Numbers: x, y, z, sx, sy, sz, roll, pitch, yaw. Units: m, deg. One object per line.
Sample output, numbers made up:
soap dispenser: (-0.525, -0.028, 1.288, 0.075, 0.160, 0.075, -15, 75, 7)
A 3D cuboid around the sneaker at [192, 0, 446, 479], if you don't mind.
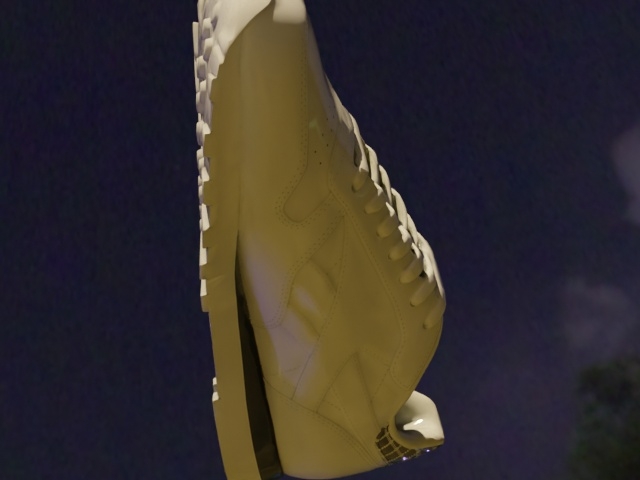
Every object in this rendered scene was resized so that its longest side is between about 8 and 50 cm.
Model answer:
sneaker: (0.000, 0.000, 0.565, 0.095, 0.090, 0.235, -3, -49, 2)
